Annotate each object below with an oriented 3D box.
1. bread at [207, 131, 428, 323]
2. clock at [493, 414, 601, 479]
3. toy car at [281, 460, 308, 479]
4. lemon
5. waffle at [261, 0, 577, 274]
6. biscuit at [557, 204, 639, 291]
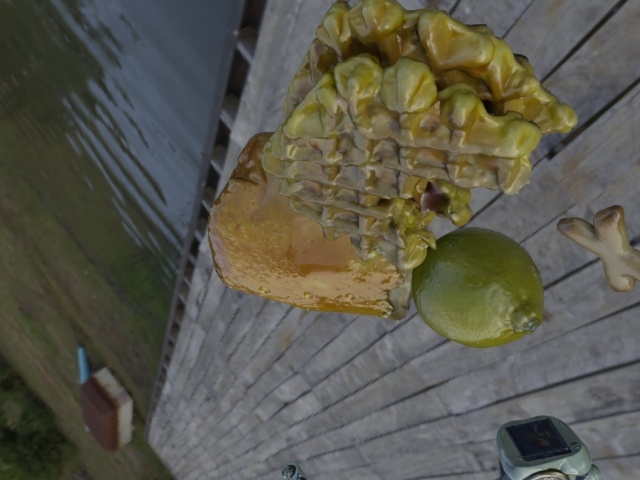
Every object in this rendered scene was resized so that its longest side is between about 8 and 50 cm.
[{"bbox_3d":[0.000,0.000,1.241,0.394,0.250,0.361,4,138,3],"label":"bread"},{"bbox_3d":[0.352,0.403,1.130,0.146,0.199,0.243,-118,17,-56],"label":"clock"},{"bbox_3d":[-0.031,0.520,1.406,0.205,0.056,0.095,-110,-6,-63],"label":"toy car"},{"bbox_3d":[0.241,0.072,1.080,0.248,0.184,0.184,23,141,58],"label":"lemon"},{"bbox_3d":[0.082,-0.101,0.749,0.261,0.151,0.324,27,151,-4],"label":"waffle"},{"bbox_3d":[0.593,0.023,1.424,0.208,0.047,0.164,45,155,-11],"label":"biscuit"}]
